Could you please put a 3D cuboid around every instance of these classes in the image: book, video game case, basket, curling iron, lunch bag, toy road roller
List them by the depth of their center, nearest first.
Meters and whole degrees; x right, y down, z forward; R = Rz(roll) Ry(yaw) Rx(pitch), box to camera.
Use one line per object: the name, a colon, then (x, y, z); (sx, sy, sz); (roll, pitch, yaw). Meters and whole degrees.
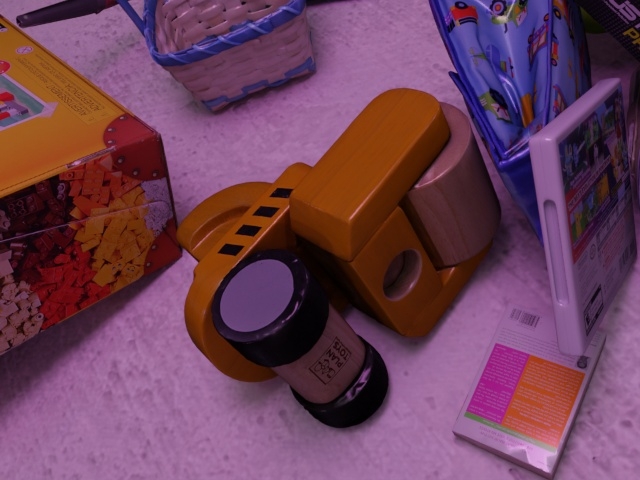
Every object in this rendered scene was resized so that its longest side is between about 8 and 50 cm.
video game case: (0.236, -0.029, 0.543); (0.023, 0.183, 0.201); (1, 24, 39)
book: (0.197, 0.137, 0.590); (0.096, 0.035, 0.144); (19, 67, 31)
lunch bag: (0.214, -0.124, 0.622); (0.138, 0.221, 0.293); (-16, 57, 24)
toy road roller: (0.000, 0.000, 0.646); (0.329, 0.202, 0.241); (-48, 46, -11)
basket: (-0.141, -0.332, 0.836); (0.255, 0.289, 0.201); (-18, 61, 4)
curling iron: (-0.350, -0.377, 0.972); (0.068, 0.035, 0.274); (26, 48, 22)

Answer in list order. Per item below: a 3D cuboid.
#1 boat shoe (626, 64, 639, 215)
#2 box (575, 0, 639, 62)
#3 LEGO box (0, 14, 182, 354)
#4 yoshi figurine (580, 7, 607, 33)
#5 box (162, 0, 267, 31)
boat shoe: (0.369, -0.094, 0.638); (0.109, 0.094, 0.302); (20, 63, -1)
box: (0.368, -0.272, 0.586); (0.216, 0.060, 0.270); (38, 70, -10)
LEGO box: (-0.476, -0.090, 0.789); (0.372, 0.193, 0.500); (-31, 51, -30)
yoshi figurine: (0.284, -0.361, 0.765); (0.362, 0.204, 0.203); (41, 111, 40)
box: (-0.180, -0.404, 1.038); (0.220, 0.051, 0.175); (-15, 55, 10)
